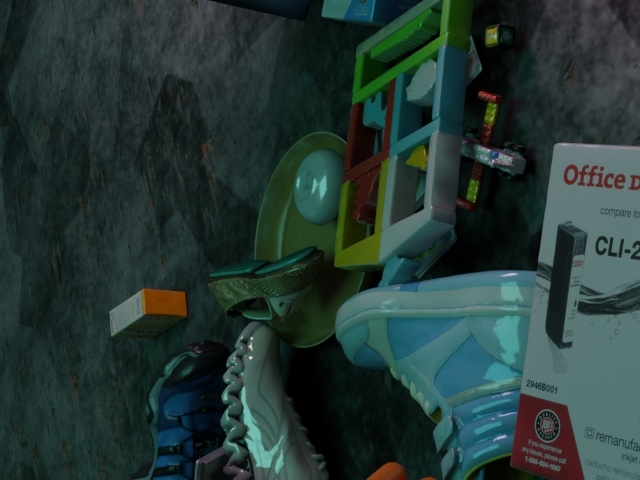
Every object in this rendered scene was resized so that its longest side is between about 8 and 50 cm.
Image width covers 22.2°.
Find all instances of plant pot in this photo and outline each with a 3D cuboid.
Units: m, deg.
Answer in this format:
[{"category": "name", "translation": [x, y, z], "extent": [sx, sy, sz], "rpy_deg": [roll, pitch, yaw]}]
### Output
[{"category": "plant pot", "translation": [0.000, 0.000, 1.781], "extent": [0.236, 0.032, 0.236], "rpy_deg": [-15, 72, 55]}]

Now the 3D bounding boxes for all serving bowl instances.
[{"category": "serving bowl", "translation": [-0.006, -0.059, 1.745], "extent": [0.083, 0.027, 0.083], "rpy_deg": [-19, 67, 55]}]

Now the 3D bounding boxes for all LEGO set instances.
[{"category": "LEGO set", "translation": [0.119, -0.101, 1.591], "extent": [0.244, 0.060, 0.182], "rpy_deg": [-46, 49, 45]}]

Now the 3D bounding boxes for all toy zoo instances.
[{"category": "toy zoo", "translation": [0.079, -0.087, 1.602], "extent": [0.192, 0.030, 0.293], "rpy_deg": [-27, 53, 59]}]

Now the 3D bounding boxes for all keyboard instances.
[{"category": "keyboard", "translation": [-0.113, 0.263, 1.784], "extent": [0.256, 0.014, 0.072], "rpy_deg": [14, -92, -83]}]

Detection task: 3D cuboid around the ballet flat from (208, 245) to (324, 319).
[{"category": "ballet flat", "translation": [-0.050, 0.051, 1.775], "extent": [0.206, 0.073, 0.067], "rpy_deg": [-11, 102, 59]}]

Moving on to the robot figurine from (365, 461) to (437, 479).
[{"category": "robot figurine", "translation": [0.079, 0.310, 1.470], "extent": [0.128, 0.158, 0.219], "rpy_deg": [-84, -13, -60]}]

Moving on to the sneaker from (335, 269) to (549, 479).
[{"category": "sneaker", "translation": [0.114, 0.145, 1.484], "extent": [0.319, 0.127, 0.208], "rpy_deg": [-15, 70, 57]}]

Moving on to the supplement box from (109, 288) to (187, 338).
[{"category": "supplement box", "translation": [-0.220, 0.095, 2.083], "extent": [0.098, 0.062, 0.036], "rpy_deg": [-32, 59, 52]}]

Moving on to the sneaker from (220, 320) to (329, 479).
[{"category": "sneaker", "translation": [-0.047, 0.229, 1.747], "extent": [0.110, 0.118, 0.292], "rpy_deg": [66, -158, -68]}]

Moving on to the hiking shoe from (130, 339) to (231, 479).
[{"category": "hiking shoe", "translation": [-0.142, 0.256, 1.904], "extent": [0.132, 0.113, 0.304], "rpy_deg": [48, 134, 41]}]

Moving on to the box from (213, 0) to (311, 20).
[{"category": "box", "translation": [-0.119, -0.402, 1.702], "extent": [0.294, 0.296, 0.182], "rpy_deg": [116, 163, -62]}]

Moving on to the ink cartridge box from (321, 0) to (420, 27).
[{"category": "ink cartridge box", "translation": [0.065, -0.315, 1.712], "extent": [0.104, 0.060, 0.180], "rpy_deg": [19, 100, 58]}]

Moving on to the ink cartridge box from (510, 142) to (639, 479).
[{"category": "ink cartridge box", "translation": [0.265, 0.063, 1.268], "extent": [0.197, 0.114, 0.273], "rpy_deg": [9, 91, 59]}]
